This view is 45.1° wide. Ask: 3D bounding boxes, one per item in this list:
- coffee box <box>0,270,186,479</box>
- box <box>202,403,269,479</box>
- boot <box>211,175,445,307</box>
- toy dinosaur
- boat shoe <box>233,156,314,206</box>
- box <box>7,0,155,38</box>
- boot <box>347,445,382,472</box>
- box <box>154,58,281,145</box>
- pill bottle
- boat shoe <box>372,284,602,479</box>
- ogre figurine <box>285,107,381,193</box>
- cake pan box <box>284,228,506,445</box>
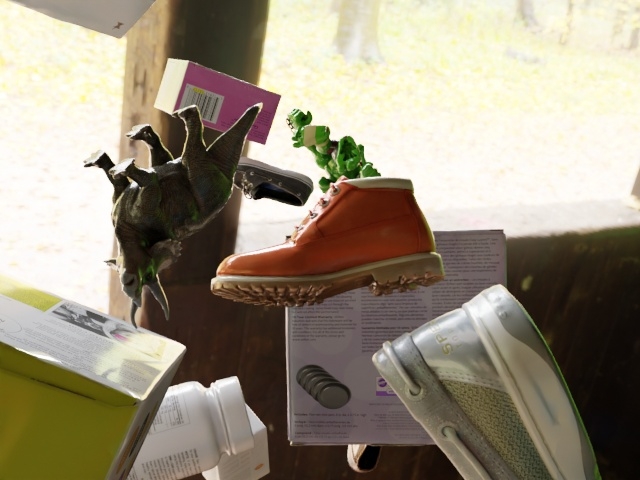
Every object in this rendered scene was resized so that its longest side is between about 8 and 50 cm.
[{"bbox_3d":[-0.388,0.228,0.850,0.338,0.338,0.334,24,-1,-3],"label":"coffee box"},{"bbox_3d":[-0.193,0.469,1.707,0.130,0.170,0.091,-26,47,-28],"label":"box"},{"bbox_3d":[0.000,0.000,0.532,0.158,0.085,0.059,-8,-13,-9],"label":"boot"},{"bbox_3d":[-0.178,-0.060,0.932,0.121,0.160,0.313,4,41,37],"label":"toy dinosaur"},{"bbox_3d":[-0.130,-0.119,1.682,0.228,0.080,0.076,15,52,3],"label":"boat shoe"},{"bbox_3d":[-0.344,-0.462,0.979,0.215,0.168,0.345,5,53,-56],"label":"box"},{"bbox_3d":[0.101,0.349,1.605,0.096,0.264,0.280,16,-18,7],"label":"boot"},{"bbox_3d":[-0.233,-0.308,1.704,0.213,0.117,0.243,16,8,-24],"label":"box"},{"bbox_3d":[-0.269,0.344,1.368,0.283,0.160,0.160,-14,27,-11],"label":"pill bottle"},{"bbox_3d":[0.139,0.185,0.519,0.103,0.320,0.118,-24,19,3],"label":"boat shoe"},{"bbox_3d":[0.031,-0.126,1.221,0.197,0.097,0.118,19,-19,27],"label":"ogre figurine"},{"bbox_3d":[0.092,0.109,0.895,0.266,0.246,0.070,-3,4,6],"label":"cake pan box"}]
